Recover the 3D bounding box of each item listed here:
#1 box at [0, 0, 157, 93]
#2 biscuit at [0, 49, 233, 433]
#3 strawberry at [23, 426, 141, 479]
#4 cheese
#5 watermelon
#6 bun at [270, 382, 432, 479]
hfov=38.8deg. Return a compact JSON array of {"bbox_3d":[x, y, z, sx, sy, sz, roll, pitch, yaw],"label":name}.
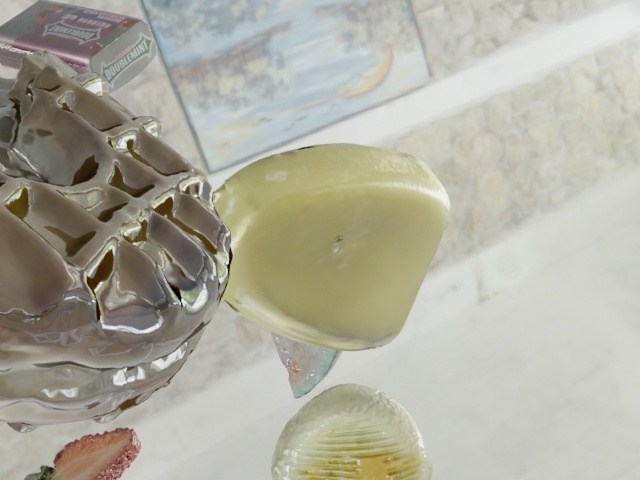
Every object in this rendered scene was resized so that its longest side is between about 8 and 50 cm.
[{"bbox_3d":[-0.350,-0.276,1.278,0.224,0.069,0.120,18,-129,31],"label":"box"},{"bbox_3d":[-0.184,-0.014,0.553,0.115,0.268,0.366,-53,179,21],"label":"biscuit"},{"bbox_3d":[-0.507,0.514,1.971,0.286,0.106,0.188,-25,-148,5],"label":"strawberry"},{"bbox_3d":[0.000,0.000,1.054,0.315,0.260,0.128,17,-172,-34],"label":"cheese"},{"bbox_3d":[-0.017,0.155,1.656,0.136,0.202,0.207,-18,-158,7],"label":"watermelon"},{"bbox_3d":[0.043,0.333,1.379,0.243,0.244,0.153,-18,-176,1],"label":"bun"}]
